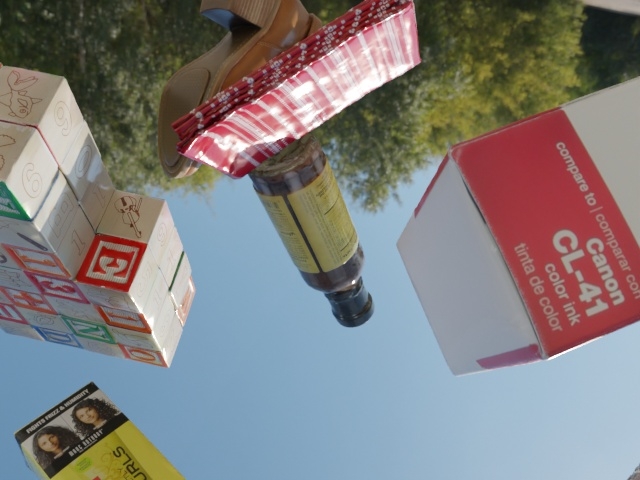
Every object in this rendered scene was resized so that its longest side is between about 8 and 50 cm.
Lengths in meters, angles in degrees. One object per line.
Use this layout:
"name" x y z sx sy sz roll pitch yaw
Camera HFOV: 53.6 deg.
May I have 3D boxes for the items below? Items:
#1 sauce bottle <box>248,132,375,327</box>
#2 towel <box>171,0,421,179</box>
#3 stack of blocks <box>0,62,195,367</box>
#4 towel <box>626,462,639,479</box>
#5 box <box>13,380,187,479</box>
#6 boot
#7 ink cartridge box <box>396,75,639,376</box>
"sauce bottle" 0.000 0.000 0.939 0.111 0.344 0.111 -13 -139 12
"towel" -0.013 -0.157 0.688 0.031 0.274 0.199 60 -173 9
"stack of blocks" -0.214 -0.003 0.510 0.171 0.297 0.087 11 -120 5
"towel" 0.276 0.225 0.355 0.235 0.121 0.283 19 -171 38
"box" -0.163 0.228 0.545 0.232 0.058 0.087 35 -130 29
"boot" -0.087 -0.196 0.853 0.109 0.284 0.220 16 180 42
"ink cartridge box" 0.226 -0.021 0.439 0.306 0.131 0.226 -19 166 -5
